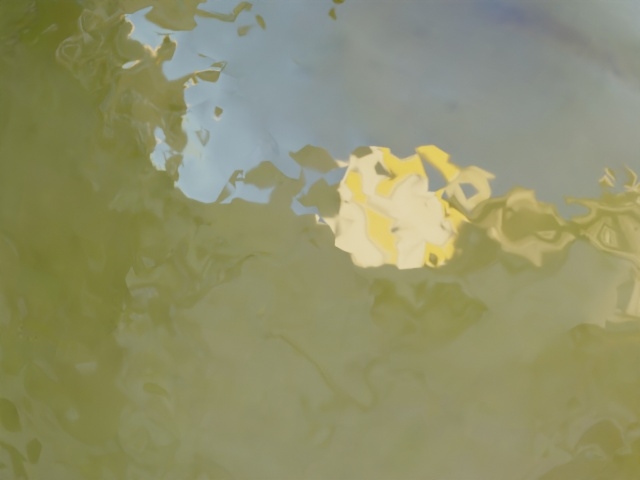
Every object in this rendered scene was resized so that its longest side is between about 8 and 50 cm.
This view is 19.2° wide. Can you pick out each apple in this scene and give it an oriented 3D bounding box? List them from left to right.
[{"bbox_3d":[0.010,-0.017,0.555,0.258,0.233,0.295,29,8,-3],"label":"apple"}]
